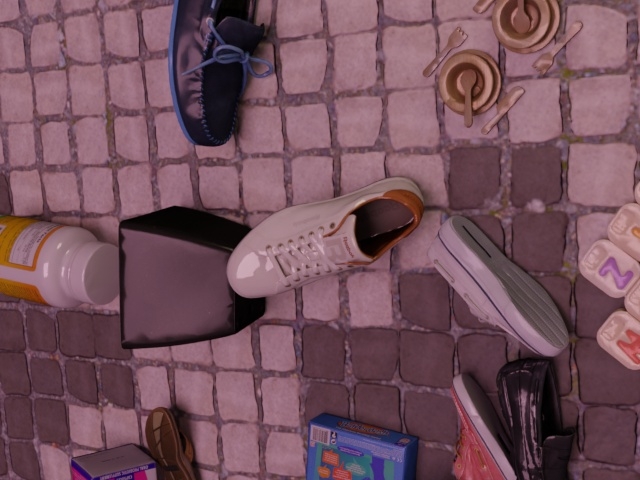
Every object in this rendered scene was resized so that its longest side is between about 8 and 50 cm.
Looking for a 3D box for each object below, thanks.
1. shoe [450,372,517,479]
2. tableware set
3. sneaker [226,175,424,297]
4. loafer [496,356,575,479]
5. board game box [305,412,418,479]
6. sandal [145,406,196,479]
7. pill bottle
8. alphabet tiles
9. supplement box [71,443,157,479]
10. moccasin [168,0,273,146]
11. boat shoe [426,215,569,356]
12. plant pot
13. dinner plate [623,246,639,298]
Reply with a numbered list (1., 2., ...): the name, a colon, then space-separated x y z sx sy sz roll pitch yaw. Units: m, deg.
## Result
1. shoe: 0.204 0.270 1.301 0.081 0.063 0.178 -31 87 25
2. tableware set: 0.218 -0.238 1.221 0.128 0.039 0.194 47 118 15
3. sneaker: 0.000 0.000 1.281 0.290 0.123 0.105 -27 104 9
4. loafer: 0.288 0.260 1.243 0.078 0.076 0.223 -15 87 39
5. board game box: 0.055 0.373 1.416 0.160 0.047 0.210 10 103 28
6. sandal: -0.234 0.348 1.586 0.072 0.049 0.180 -9 108 37
7. pill bottle: -0.447 0.038 1.603 0.246 0.136 0.136 9 103 29
8. alphabet tiles: 0.455 0.053 1.124 0.278 0.021 0.284 40 115 18
9. supplement box: -0.335 0.467 1.604 0.114 0.111 0.219 11 107 57
10. moccasin: -0.139 -0.301 1.366 0.117 0.138 0.341 6 102 25
11. boat shoe: 0.227 0.070 1.256 0.226 0.083 0.075 54 132 25
12. plant pot: -0.178 0.055 1.432 0.167 0.187 0.188 3 100 17
13. dinner plate: 0.435 0.057 1.157 0.141 0.017 0.141 6 102 30
